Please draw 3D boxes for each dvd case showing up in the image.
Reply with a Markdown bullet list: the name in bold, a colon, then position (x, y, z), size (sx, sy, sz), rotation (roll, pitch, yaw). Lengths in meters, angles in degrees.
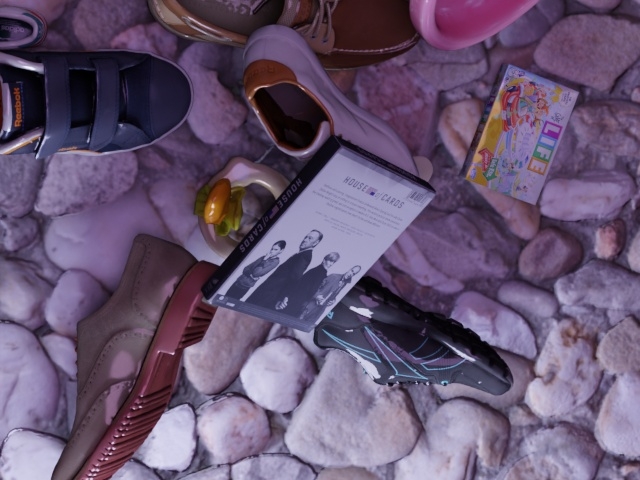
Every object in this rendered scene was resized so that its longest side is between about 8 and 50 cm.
- **dvd case**: position (0.000, 0.000, 1.401), size (0.179, 0.029, 0.238), rotation (22, 115, -46)

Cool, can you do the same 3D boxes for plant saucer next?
- **plant saucer**: position (0.215, -0.365, 1.382), size (0.332, 0.332, 0.084), rotation (-42, 72, -3)

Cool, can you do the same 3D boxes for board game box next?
- **board game box**: position (0.251, -0.134, 1.551), size (0.103, 0.026, 0.154), rotation (18, 95, -16)

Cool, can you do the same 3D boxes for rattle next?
- **rattle**: position (-0.049, -0.009, 1.451), size (0.199, 0.143, 0.130), rotation (45, 70, -10)

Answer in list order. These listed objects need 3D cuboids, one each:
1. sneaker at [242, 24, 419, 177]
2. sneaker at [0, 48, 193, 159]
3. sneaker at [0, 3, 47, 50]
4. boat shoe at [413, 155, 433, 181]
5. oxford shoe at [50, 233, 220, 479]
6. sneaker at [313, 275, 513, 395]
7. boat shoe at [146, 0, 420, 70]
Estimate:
- **sneaker**: position (0.008, -0.104, 1.393), size (0.106, 0.123, 0.290), rotation (-30, 124, 29)
- **sneaker**: position (-0.296, -0.152, 1.373), size (0.321, 0.127, 0.126), rotation (-4, 100, -14)
- **sneaker**: position (-0.384, -0.241, 1.359), size (0.161, 0.075, 0.057), rotation (3, 99, -14)
- **boat shoe**: position (0.083, -0.056, 1.521), size (0.133, 0.042, 0.049), rotation (-41, 86, -3)
- **oxford shoe**: position (-0.243, 0.155, 1.464), size (0.130, 0.123, 0.348), rotation (31, 95, 11)
- **sneaker**: position (0.116, 0.136, 1.545), size (0.267, 0.101, 0.106), rotation (28, 103, -7)
- **boat shoe**: position (-0.036, -0.260, 1.413), size (0.324, 0.120, 0.122), rotation (3, 99, -13)
